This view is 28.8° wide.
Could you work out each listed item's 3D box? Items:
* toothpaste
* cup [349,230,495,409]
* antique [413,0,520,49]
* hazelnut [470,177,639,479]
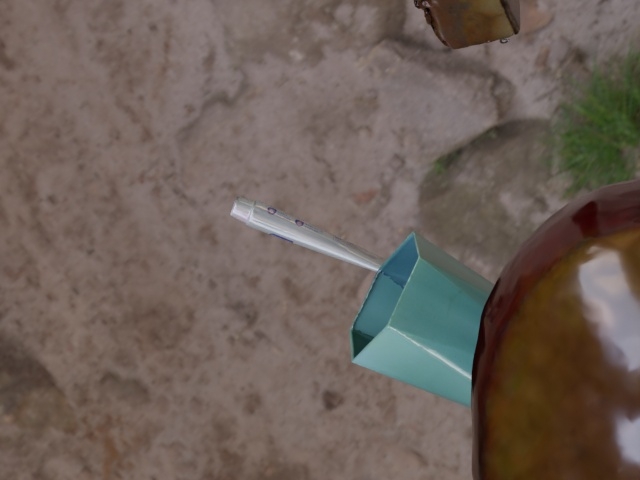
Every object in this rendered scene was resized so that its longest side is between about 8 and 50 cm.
[{"bbox_3d":[0.000,0.000,1.454,0.218,0.052,0.033,22,104,-6],"label":"toothpaste"},{"bbox_3d":[0.159,0.113,1.276,0.235,0.134,0.148,31,140,-11],"label":"cup"},{"bbox_3d":[0.103,-0.304,1.179,0.093,0.087,0.310,-11,148,22],"label":"antique"},{"bbox_3d":[0.322,0.153,1.019,0.402,0.402,0.429,-19,74,35],"label":"hazelnut"}]
